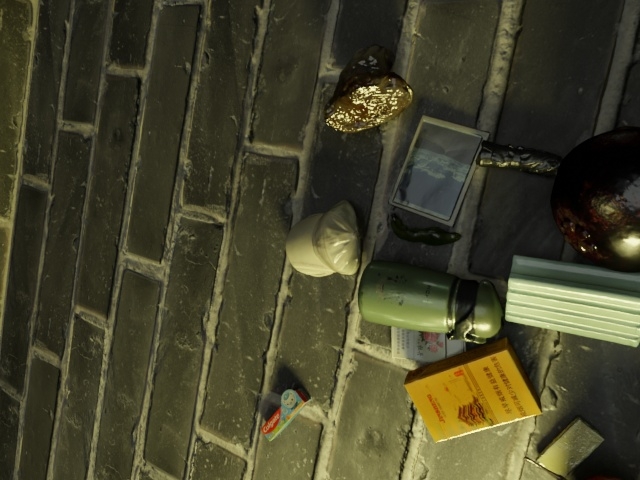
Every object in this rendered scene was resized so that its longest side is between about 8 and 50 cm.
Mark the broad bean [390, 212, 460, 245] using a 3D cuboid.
[{"bbox_3d":[0.268,-0.018,1.173,0.195,0.046,0.061,21,102,27],"label":"broad bean"}]

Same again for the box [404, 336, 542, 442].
[{"bbox_3d":[0.369,0.372,1.092,0.274,0.076,0.174,-29,88,24],"label":"box"}]

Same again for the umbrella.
[{"bbox_3d":[0.493,-0.186,1.049,0.236,0.059,0.066,17,112,22],"label":"umbrella"}]

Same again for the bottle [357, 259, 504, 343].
[{"bbox_3d":[0.275,0.151,1.100,0.347,0.168,0.168,8,94,28],"label":"bottle"}]

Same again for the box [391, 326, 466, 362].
[{"bbox_3d":[0.285,0.267,1.176,0.198,0.029,0.109,0,91,28],"label":"box"}]

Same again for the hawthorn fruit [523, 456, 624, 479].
[{"bbox_3d":[0.607,0.602,0.905,0.235,0.231,0.263,-11,88,2],"label":"hawthorn fruit"}]

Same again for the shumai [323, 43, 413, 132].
[{"bbox_3d":[0.127,-0.406,1.200,0.218,0.184,0.185,-34,40,35],"label":"shumai"}]

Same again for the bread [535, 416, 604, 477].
[{"bbox_3d":[0.579,0.485,1.029,0.068,0.028,0.153,40,107,21],"label":"bread"}]

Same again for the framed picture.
[{"bbox_3d":[0.308,-0.185,1.166,0.189,0.023,0.260,24,101,22],"label":"framed picture"}]

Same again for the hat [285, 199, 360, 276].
[{"bbox_3d":[0.000,0.000,1.262,0.226,0.164,0.219,-9,85,6],"label":"hat"}]

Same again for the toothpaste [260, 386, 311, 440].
[{"bbox_3d":[-0.115,0.534,1.376,0.070,0.044,0.193,46,109,21],"label":"toothpaste"}]

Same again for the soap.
[{"bbox_3d":[0.554,0.128,0.966,0.265,0.087,0.159,8,138,27],"label":"soap"}]

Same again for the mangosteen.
[{"bbox_3d":[0.627,-0.081,0.869,0.313,0.297,0.297,-9,86,-11],"label":"mangosteen"}]
